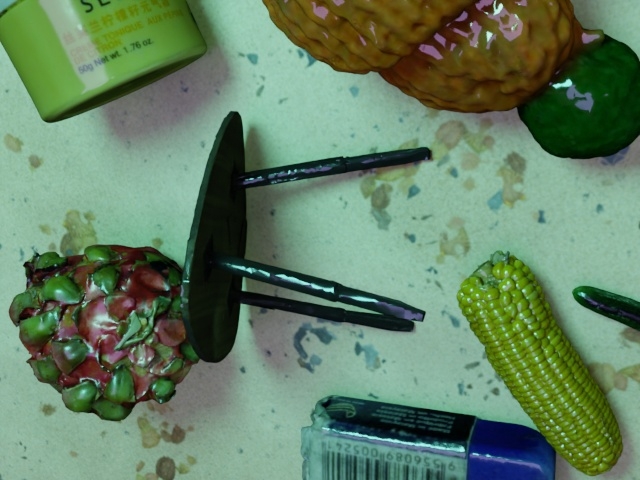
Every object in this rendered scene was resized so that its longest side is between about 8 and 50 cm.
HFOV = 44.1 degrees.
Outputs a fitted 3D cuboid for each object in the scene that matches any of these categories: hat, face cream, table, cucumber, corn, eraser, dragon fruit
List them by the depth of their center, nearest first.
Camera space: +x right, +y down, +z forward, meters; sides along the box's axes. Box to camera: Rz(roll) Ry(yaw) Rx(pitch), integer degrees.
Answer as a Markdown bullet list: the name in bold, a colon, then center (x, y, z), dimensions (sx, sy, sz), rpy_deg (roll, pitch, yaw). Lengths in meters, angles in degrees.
- **hat**: center (0.155, -0.238, 0.823), dimensions (0.285, 0.285, 0.400), rpy_deg (-37, 121, 27)
- **face cream**: center (-0.267, -0.263, 0.933), dimensions (0.218, 0.218, 0.179), rpy_deg (-19, 103, 25)
- **cucumber**: center (0.385, 0.096, 0.935), dimensions (0.184, 0.033, 0.036), rpy_deg (25, 98, 8)
- **table**: center (0.000, 0.000, 0.946), dimensions (0.249, 0.317, 0.317), rpy_deg (4, 111, 4)
- **corn**: center (0.271, 0.159, 0.959), dimensions (0.102, 0.102, 0.313), rpy_deg (-30, 96, 26)
- **eraser**: center (0.142, 0.305, 1.062), dimensions (0.332, 0.101, 0.155), rpy_deg (4, 109, 17)
- **dragon fruit**: center (-0.293, 0.117, 1.078), dimensions (0.302, 0.237, 0.231), rpy_deg (7, 102, 38)
